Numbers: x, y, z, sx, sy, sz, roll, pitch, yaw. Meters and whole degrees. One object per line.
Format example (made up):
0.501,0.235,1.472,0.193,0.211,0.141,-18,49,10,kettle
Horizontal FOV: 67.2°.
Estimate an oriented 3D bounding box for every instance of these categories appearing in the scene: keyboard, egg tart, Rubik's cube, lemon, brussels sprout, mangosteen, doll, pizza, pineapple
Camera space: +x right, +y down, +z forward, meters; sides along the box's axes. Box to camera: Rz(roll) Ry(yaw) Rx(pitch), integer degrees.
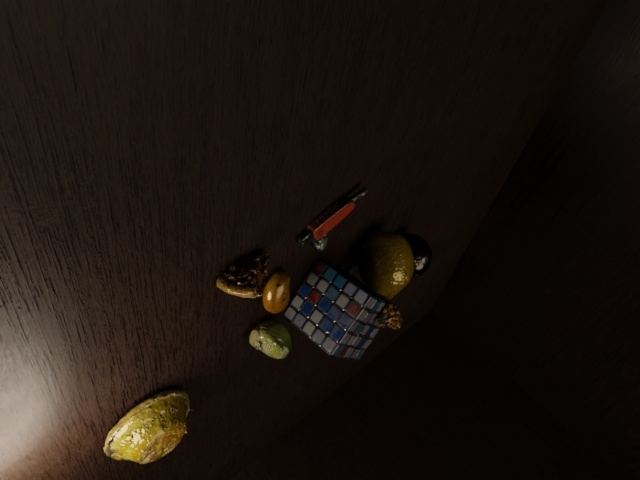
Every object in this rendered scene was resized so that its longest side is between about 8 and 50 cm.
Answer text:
0.058,0.226,2.212,0.381,0.041,0.103,-49,155,-14,keyboard
-0.580,0.668,1.681,0.341,0.132,0.341,-36,151,-24,egg tart
0.078,0.285,1.963,0.293,0.286,0.292,-57,148,3,Rubik's cube
0.288,0.103,2.107,0.253,0.311,0.253,-9,173,-1,lemon
-0.194,0.387,1.903,0.131,0.146,0.183,-34,119,28,brussels sprout
0.436,0.071,2.416,0.228,0.228,0.265,-49,-167,2,mangosteen
0.000,0.000,1.766,0.076,0.050,0.083,-63,156,-12,doll
-0.218,0.093,1.492,0.194,0.153,0.069,-56,145,-38,pizza
0.261,0.310,1.915,0.114,0.077,0.115,-18,100,-33,pineapple

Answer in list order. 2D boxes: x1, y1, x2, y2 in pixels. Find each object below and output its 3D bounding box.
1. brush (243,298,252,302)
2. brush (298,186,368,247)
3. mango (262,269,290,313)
-0.255,0.205,1.691,0.024,0.008,0.083,-46,156,-10,brush
0.045,-0.090,1.716,0.323,0.051,0.070,-39,147,-14,brush
-0.158,0.189,1.733,0.115,0.090,0.178,-40,153,-40,mango
